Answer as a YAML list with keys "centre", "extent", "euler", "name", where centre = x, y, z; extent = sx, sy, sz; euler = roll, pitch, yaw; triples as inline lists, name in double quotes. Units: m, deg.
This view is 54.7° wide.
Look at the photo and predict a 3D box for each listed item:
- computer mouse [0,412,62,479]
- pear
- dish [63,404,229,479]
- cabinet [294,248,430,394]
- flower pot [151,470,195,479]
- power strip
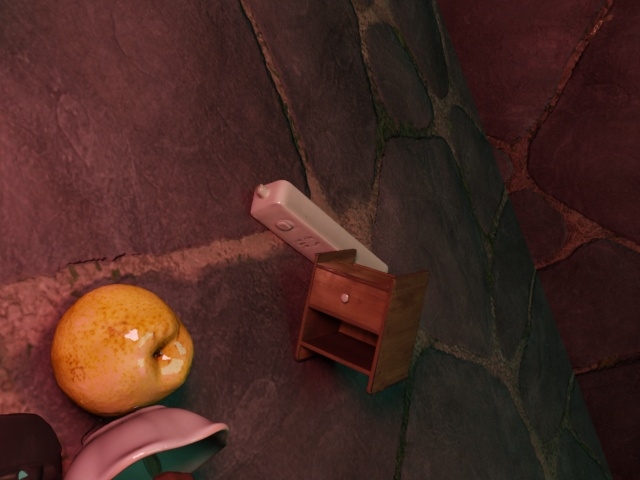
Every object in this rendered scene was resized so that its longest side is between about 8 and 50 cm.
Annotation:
- centre: [-0.373, 0.250, 0.627]
  extent: [0.269, 0.086, 0.137]
  euler: [15, 65, -52]
  name: "computer mouse"
- centre: [-0.244, 0.137, 0.780]
  extent: [0.178, 0.178, 0.178]
  euler: [26, 56, -47]
  name: "pear"
- centre: [-0.224, 0.256, 0.750]
  extent: [0.229, 0.229, 0.081]
  euler: [3, 49, -54]
  name: "dish"
- centre: [0.074, 0.141, 1.146]
  extent: [0.148, 0.175, 0.215]
  euler: [-3, 107, -55]
  name: "cabinet"
- centre: [-0.194, 0.363, 0.730]
  extent: [0.179, 0.084, 0.251]
  euler: [-18, 136, -21]
  name: "flower pot"
- centre: [0.000, 0.000, 1.243]
  extent: [0.385, 0.091, 0.062]
  euler: [38, 50, -39]
  name: "power strip"
